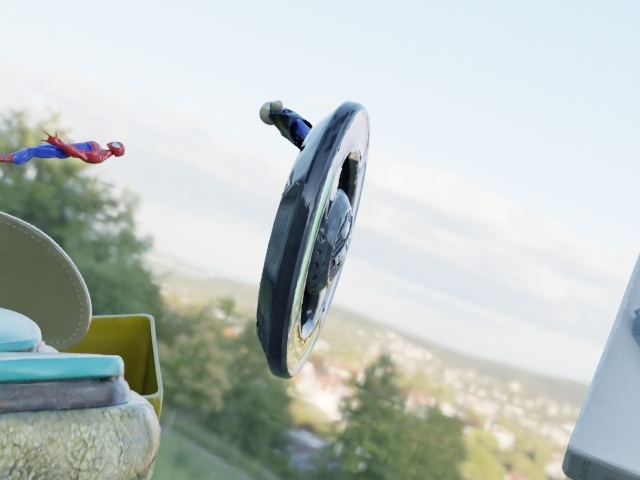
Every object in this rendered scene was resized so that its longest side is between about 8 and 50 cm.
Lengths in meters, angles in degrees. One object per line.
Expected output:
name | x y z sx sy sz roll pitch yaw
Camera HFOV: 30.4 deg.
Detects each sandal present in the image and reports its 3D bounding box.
sandal | -0.284 0.010 0.999 0.240 0.088 0.079 29 2 7

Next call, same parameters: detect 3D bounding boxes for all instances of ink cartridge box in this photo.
ink cartridge box | 0.382 0.113 1.024 0.261 0.296 0.066 19 -28 15

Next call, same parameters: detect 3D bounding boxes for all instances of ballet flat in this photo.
ballet flat | -0.151 0.088 0.473 0.123 0.123 0.348 20 -8 -24

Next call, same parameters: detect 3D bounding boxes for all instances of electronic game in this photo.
electronic game | 0.000 0.000 0.945 0.048 0.229 0.229 16 -4 10

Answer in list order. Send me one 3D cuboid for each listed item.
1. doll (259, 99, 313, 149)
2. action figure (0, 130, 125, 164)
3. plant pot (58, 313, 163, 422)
doll | -0.035 -0.162 1.747 0.129 0.046 0.189 46 -2 -43
action figure | -0.223 -0.077 0.995 0.115 0.030 0.038 2 1 -6
plant pot | -0.296 0.218 1.381 0.212 0.187 0.212 -2 22 -10
